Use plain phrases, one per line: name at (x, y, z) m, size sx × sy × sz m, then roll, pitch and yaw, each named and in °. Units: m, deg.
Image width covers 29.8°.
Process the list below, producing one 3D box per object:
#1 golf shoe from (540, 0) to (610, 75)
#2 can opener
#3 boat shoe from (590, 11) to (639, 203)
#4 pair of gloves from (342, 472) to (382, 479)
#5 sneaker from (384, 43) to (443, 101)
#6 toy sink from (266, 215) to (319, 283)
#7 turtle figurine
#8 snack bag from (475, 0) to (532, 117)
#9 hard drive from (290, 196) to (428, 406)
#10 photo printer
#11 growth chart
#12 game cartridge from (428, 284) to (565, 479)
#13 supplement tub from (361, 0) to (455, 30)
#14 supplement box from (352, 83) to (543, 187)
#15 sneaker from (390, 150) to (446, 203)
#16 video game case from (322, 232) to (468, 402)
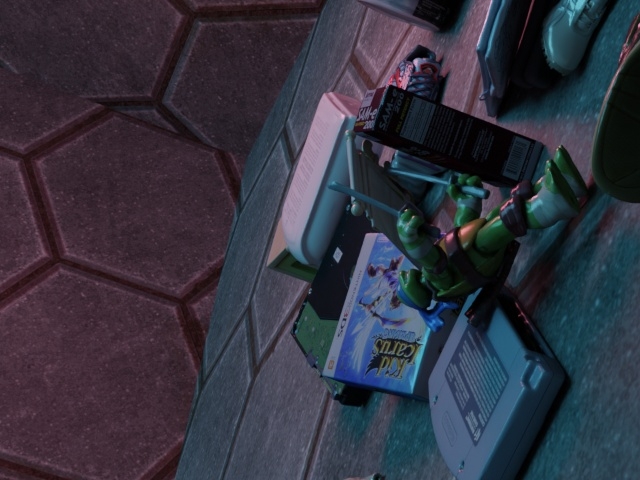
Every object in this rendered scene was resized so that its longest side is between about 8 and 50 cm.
golf shoe at (0.353, -0.311, 1.623) m, size 0.086 × 0.069 × 0.176 m, roll -16°, pitch 56°, yaw 69°
can opener at (0.332, -0.357, 1.730) m, size 0.074 × 0.093 × 0.280 m, roll 16°, pitch 90°, yaw 66°
boat shoe at (0.374, -0.199, 1.246) m, size 0.123 × 0.123 × 0.342 m, roll -36°, pitch -33°, yaw -86°
pair of gloves at (0.022, 0.481, 1.866) m, size 0.204 × 0.042 × 0.240 m, roll 140°, pitch 147°, yaw -67°
sneaker at (0.176, -0.292, 2.298) m, size 0.262 × 0.104 × 0.125 m, roll -87°, pitch 22°, yaw -54°
toy sink at (0.000, 0.000, 2.494) m, size 0.234 × 0.153 × 0.131 m, roll 138°, pitch 150°, yaw -64°
turtle figurine at (0.172, -0.049, 1.473) m, size 0.266 × 0.198 × 0.274 m, roll -28°, pitch 63°, yaw 24°
snack bag at (0.294, -0.360, 1.782) m, size 0.342 × 0.037 × 0.323 m, roll 51°, pitch -125°, yaw -75°
hard drive at (0.073, 0.085, 2.081) m, size 0.339 × 0.064 × 0.237 m, roll -65°, pitch 31°, yaw 18°
photo printer at (0.017, -0.107, 2.257) m, size 0.256 × 0.107 × 0.307 m, roll -120°, pitch 48°, yaw -71°
growth chart at (0.105, -0.036, 1.664) m, size 0.021 × 0.237 × 0.172 m, roll -27°, pitch 38°, yaw 25°
game cartridge at (0.207, 0.185, 1.490) m, size 0.297 × 0.062 × 0.198 m, roll -104°, pitch 32°, yaw -70°
supplement tub at (0.211, -0.608, 2.403) m, size 0.207 × 0.207 × 0.338 m, roll -133°, pitch 64°, yaw -77°
supplement box at (0.177, -0.145, 1.704) m, size 0.130 × 0.239 × 0.073 m, roll -164°, pitch 94°, yaw -79°
sneaker at (0.177, -0.159, 2.113) m, size 0.104 × 0.095 × 0.236 m, roll -68°, pitch 8°, yaw -31°
video game case at (0.122, 0.110, 1.820) m, size 0.269 × 0.061 × 0.244 m, roll -1°, pitch 70°, yaw 62°
